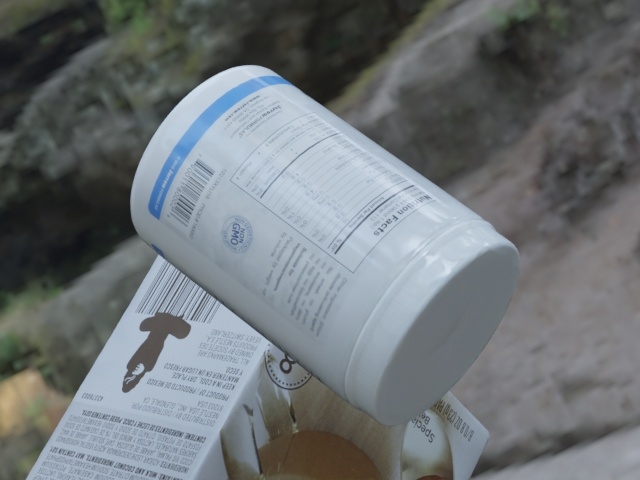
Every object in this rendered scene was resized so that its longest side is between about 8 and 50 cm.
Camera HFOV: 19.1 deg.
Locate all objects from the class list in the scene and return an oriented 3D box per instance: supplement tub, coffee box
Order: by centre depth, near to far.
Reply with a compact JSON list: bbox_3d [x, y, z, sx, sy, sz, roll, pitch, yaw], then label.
[{"bbox_3d":[0.000,0.000,0.590,0.071,0.107,0.071,-41,-26,-25],"label":"supplement tub"},{"bbox_3d":[-0.051,0.141,0.757,0.098,0.141,0.246,6,60,46],"label":"coffee box"}]
